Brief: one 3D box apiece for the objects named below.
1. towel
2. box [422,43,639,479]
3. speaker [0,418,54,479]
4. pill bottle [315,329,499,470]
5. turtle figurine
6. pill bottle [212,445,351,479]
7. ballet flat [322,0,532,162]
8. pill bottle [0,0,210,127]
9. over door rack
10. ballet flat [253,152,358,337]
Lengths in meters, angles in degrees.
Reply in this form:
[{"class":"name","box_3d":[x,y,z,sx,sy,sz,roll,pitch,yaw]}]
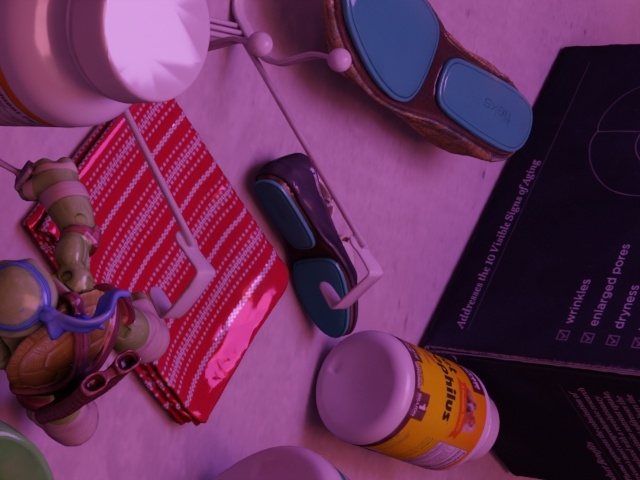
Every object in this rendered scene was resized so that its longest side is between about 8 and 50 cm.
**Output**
[{"class":"towel","box_3d":[-0.131,0.011,1.317,0.199,0.031,0.275,-58,134,-31]},{"class":"box","box_3d":[0.449,0.034,1.691,0.297,0.471,0.480,54,53,-41]},{"class":"speaker","box_3d":[-0.299,0.146,0.906,0.131,0.296,0.131,-8,100,-51]},{"class":"pill bottle","box_3d":[0.099,0.173,1.552,0.215,0.117,0.117,26,73,-50]},{"class":"turtle figurine","box_3d":[-0.236,0.040,1.106,0.266,0.274,0.198,61,35,-66]},{"class":"pill bottle","box_3d":[0.039,0.365,1.383,0.361,0.204,0.204,45,59,-31]},{"class":"ballet flat","box_3d":[0.084,-0.177,1.502,0.348,0.123,0.123,31,70,-45]},{"class":"pill bottle","box_3d":[-0.200,-0.148,1.040,0.136,0.245,0.136,-7,99,-51]},{"class":"over door rack","box_3d":[-0.066,-0.103,1.236,0.239,0.108,0.324,1,64,-51]},{"class":"ballet flat","box_3d":[0.000,0.000,1.451,0.074,0.074,0.203,-49,127,-37]}]
